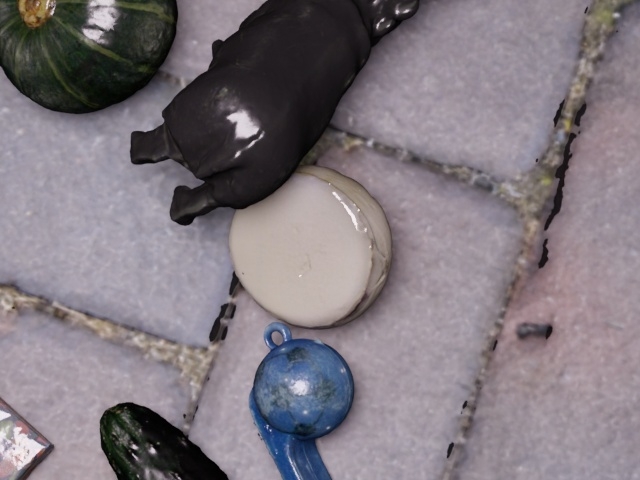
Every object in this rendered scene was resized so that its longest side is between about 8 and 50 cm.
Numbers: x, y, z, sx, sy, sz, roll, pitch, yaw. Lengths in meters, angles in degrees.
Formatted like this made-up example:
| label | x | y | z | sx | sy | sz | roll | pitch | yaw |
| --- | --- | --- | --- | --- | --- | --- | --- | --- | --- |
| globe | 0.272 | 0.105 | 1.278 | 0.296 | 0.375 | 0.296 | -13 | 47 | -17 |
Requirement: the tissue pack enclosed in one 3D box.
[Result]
| label | x | y | z | sx | sy | sz | roll | pitch | yaw |
| --- | --- | --- | --- | --- | --- | --- | --- | --- | --- |
| tissue pack | -0.269 | 0.164 | 1.164 | 0.083 | 0.035 | 0.063 | 41 | 81 | 5 |

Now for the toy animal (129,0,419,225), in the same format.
| label | x | y | z | sx | sy | sz | roll | pitch | yaw |
| --- | --- | --- | --- | --- | --- | --- | --- | --- | --- |
| toy animal | -0.011 | -0.156 | 1.162 | 0.343 | 0.168 | 0.106 | -47 | 112 | -26 |

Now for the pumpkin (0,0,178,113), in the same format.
| label | x | y | z | sx | sy | sz | roll | pitch | yaw |
| --- | --- | --- | --- | --- | --- | --- | --- | --- | --- |
| pumpkin | -0.197 | -0.190 | 1.185 | 0.125 | 0.167 | 0.167 | -3 | 74 | -46 |

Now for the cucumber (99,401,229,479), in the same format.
| label | x | y | z | sx | sy | sz | roll | pitch | yaw |
| --- | --- | --- | --- | --- | --- | --- | --- | --- | --- |
| cucumber | -0.065 | 0.240 | 1.131 | 0.303 | 0.072 | 0.081 | 38 | 37 | 6 |

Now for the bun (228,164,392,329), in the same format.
| label | x | y | z | sx | sy | sz | roll | pitch | yaw |
| --- | --- | --- | --- | --- | --- | --- | --- | --- | --- |
| bun | 0.000 | 0.000 | 1.175 | 0.138 | 0.094 | 0.138 | 6 | 106 | 22 |

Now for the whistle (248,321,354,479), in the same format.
| label | x | y | z | sx | sy | sz | roll | pitch | yaw |
| --- | --- | --- | --- | --- | --- | --- | --- | --- | --- |
| whistle | -0.006 | 0.137 | 1.148 | 0.090 | 0.090 | 0.158 | -27 | 80 | -6 |
